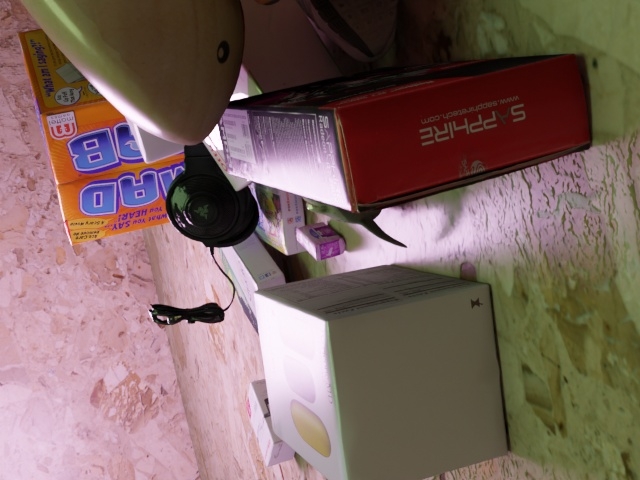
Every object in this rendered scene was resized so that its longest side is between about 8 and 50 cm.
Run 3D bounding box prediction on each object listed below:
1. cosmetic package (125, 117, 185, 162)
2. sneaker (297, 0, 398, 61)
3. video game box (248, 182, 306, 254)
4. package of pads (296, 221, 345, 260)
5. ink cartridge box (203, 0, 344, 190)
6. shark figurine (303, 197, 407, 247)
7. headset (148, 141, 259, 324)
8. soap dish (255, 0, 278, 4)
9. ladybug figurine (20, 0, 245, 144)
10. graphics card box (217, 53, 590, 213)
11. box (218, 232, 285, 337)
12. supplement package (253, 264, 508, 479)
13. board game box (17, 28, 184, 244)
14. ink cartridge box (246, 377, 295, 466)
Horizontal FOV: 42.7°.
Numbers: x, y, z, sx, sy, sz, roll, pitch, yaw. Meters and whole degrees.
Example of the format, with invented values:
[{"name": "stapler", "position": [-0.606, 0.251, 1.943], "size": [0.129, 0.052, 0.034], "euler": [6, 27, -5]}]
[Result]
[{"name": "cosmetic package", "position": [-0.314, -0.375, 1.606], "size": [0.161, 0.230, 0.453], "euler": [84, 160, -48]}, {"name": "sneaker", "position": [0.022, -0.316, 1.030], "size": [0.129, 0.111, 0.297], "euler": [79, 171, -52]}, {"name": "video game box", "position": [-0.086, -0.085, 1.469], "size": [0.205, 0.048, 0.187], "euler": [-152, 55, -65]}, {"name": "package of pads", "position": [0.000, 0.000, 1.279], "size": [0.083, 0.050, 0.032], "euler": [-138, 37, -58]}, {"name": "ink cartridge box", "position": [-0.103, -0.199, 1.169], "size": [0.207, 0.119, 0.353], "euler": [57, 158, -4]}, {"name": "shark figurine", "position": [0.055, -0.080, 1.076], "size": [0.278, 0.166, 0.116], "euler": [-81, 16, -80]}, {"name": "headset", "position": [-0.207, -0.055, 1.394], "size": [0.243, 0.185, 0.394], "euler": [48, -141, -85]}, {"name": "soap dish", "position": [-0.001, -0.353, 0.808], "size": [0.229, 0.291, 0.118], "euler": [51, 166, 51]}, {"name": "ladybug figurine", "position": [-0.205, -0.267, 0.870], "size": [0.305, 0.162, 0.449], "euler": [48, -178, -39]}, {"name": "graphics card box", "position": [0.054, -0.117, 0.820], "size": [0.371, 0.233, 0.094], "euler": [-158, 54, -67]}, {"name": "box", "position": [-0.127, 0.086, 1.586], "size": [0.322, 0.058, 0.232], "euler": [-129, 22, -54]}, {"name": "supplement package", "position": [0.060, 0.151, 0.983], "size": [0.262, 0.198, 0.199], "euler": [-171, 73, -68]}, {"name": "board game box", "position": [-0.456, -0.269, 1.882], "size": [0.356, 0.356, 0.356], "euler": [-121, 24, -43]}, {"name": "ink cartridge box", "position": [-0.101, 0.381, 1.719], "size": [0.109, 0.063, 0.150], "euler": [104, 148, -48]}]
